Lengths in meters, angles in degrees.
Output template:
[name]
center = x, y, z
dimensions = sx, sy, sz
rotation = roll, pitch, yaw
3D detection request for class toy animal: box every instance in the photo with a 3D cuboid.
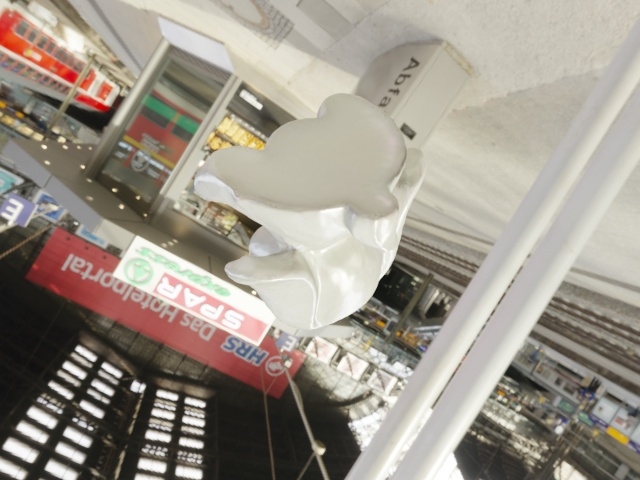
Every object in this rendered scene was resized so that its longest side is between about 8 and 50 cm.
[toy animal]
center = 0.000, 0.000, 0.514
dimensions = 0.206, 0.271, 0.265
rotation = 39, 146, 27
